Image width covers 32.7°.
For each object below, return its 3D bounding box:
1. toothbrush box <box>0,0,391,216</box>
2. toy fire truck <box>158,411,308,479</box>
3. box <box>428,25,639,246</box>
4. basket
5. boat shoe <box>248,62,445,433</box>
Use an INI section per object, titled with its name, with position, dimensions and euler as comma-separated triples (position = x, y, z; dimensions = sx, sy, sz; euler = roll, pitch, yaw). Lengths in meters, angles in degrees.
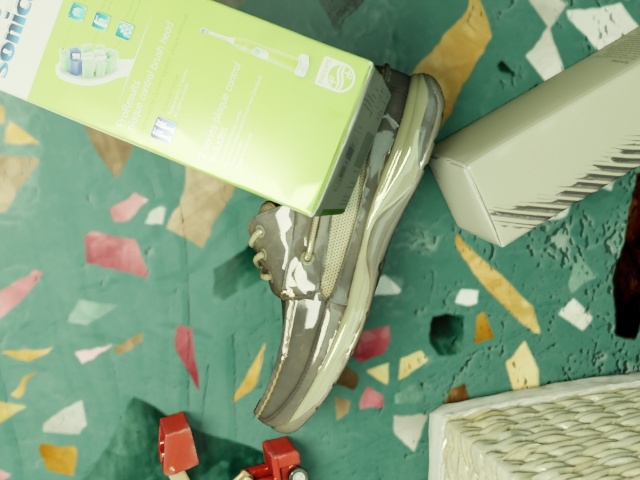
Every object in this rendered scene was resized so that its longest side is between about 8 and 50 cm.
[toothbrush box]
position = -0.100, -0.123, 0.858
dimensions = 0.283, 0.206, 0.122
euler = 23, 94, 5
[toy fire truck]
position = -0.079, 0.254, 1.068
dimensions = 0.135, 0.047, 0.192
euler = -12, 104, -13
[box]
position = 0.250, -0.107, 1.063
dimensions = 0.275, 0.113, 0.094
euler = -30, 108, -7
[basket]
position = 0.309, 0.327, 1.082
dimensions = 0.331, 0.266, 0.328
euler = -7, 101, -17
[boat shoe]
position = 0.000, 0.000, 1.016
dimensions = 0.130, 0.132, 0.355
euler = 21, 89, 1
